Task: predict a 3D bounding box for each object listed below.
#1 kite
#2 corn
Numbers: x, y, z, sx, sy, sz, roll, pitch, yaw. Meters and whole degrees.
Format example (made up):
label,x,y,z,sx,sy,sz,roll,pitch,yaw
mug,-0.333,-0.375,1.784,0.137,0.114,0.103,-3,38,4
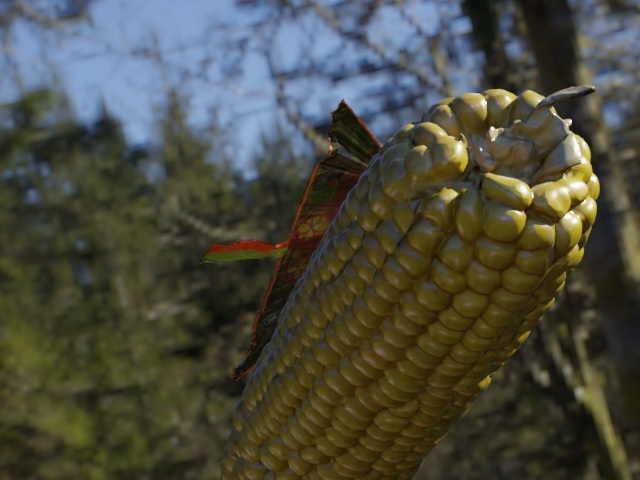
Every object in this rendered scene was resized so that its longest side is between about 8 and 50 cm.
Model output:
label,x,y,z,sx,sy,sz,roll,pitch,yaw
kite,0.000,0.000,1.015,0.159,0.010,0.190,-12,-44,-38
corn,0.028,0.043,0.861,0.101,0.101,0.310,-9,-32,-34
